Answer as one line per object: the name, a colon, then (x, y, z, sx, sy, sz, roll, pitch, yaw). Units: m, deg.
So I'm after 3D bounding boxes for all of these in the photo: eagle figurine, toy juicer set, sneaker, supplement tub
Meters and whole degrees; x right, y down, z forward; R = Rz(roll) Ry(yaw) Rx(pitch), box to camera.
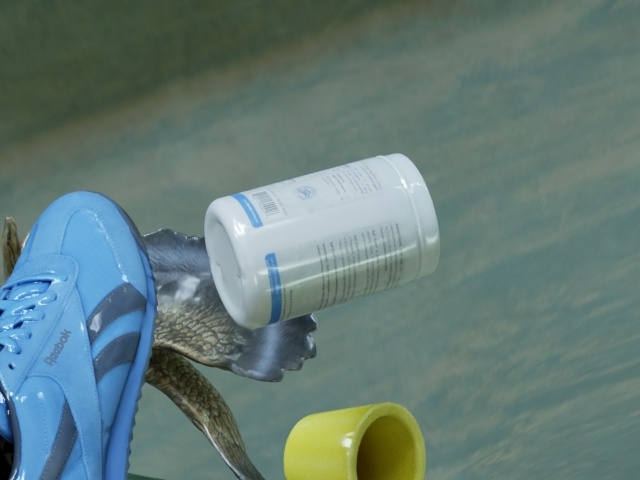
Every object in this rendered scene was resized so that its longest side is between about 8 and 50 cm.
eagle figurine: (-0.157, 0.100, 1.752, 0.298, 0.226, 0.225, 12, 80, 0)
toy juicer set: (0.017, 0.272, 1.048, 0.089, 0.209, 0.329, -2, 110, 41)
sneaker: (-0.125, 0.054, 0.822, 0.069, 0.082, 0.209, -19, 50, 30)
supplement tub: (0.000, 0.000, 0.967, 0.107, 0.071, 0.071, -15, 80, -18)

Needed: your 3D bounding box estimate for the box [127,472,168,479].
box: (-0.256, 0.333, 1.853, 0.322, 0.058, 0.232, 10, 108, 5)
